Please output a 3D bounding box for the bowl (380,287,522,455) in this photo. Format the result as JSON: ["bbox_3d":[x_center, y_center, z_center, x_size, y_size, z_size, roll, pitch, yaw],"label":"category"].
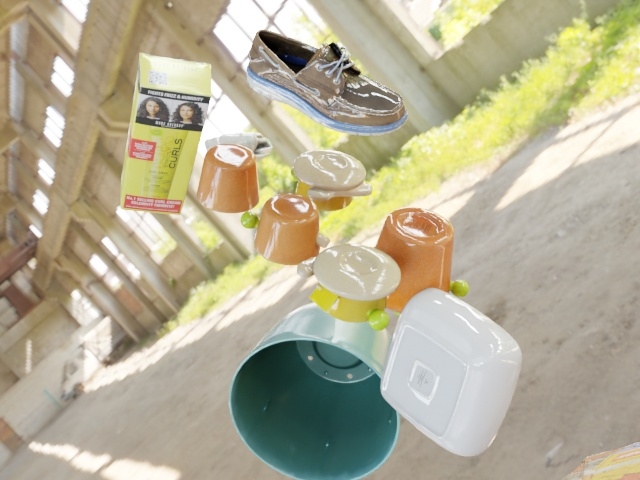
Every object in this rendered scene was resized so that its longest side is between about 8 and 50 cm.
[{"bbox_3d":[0.118,0.132,0.780,0.053,0.142,0.142,-4,-62,-43],"label":"bowl"}]

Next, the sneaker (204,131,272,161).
[{"bbox_3d":[-0.121,-0.142,1.280,0.094,0.080,0.212,-21,4,3],"label":"sneaker"}]

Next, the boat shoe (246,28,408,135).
[{"bbox_3d":[0.003,-0.163,0.797,0.066,0.183,0.066,92,-156,-49],"label":"boat shoe"}]

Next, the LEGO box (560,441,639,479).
[{"bbox_3d":[0.365,0.447,0.694,0.193,0.500,0.372,-26,-16,28],"label":"LEGO box"}]

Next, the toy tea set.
[{"bbox_3d":[0.000,0.000,0.888,0.200,0.336,0.124,-19,-47,-34],"label":"toy tea set"}]

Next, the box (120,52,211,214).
[{"bbox_3d":[-0.198,-0.124,0.981,0.232,0.087,0.058,119,151,-51],"label":"box"}]

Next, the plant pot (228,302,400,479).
[{"bbox_3d":[0.014,0.242,1.403,0.293,0.293,0.235,-39,9,26],"label":"plant pot"}]
